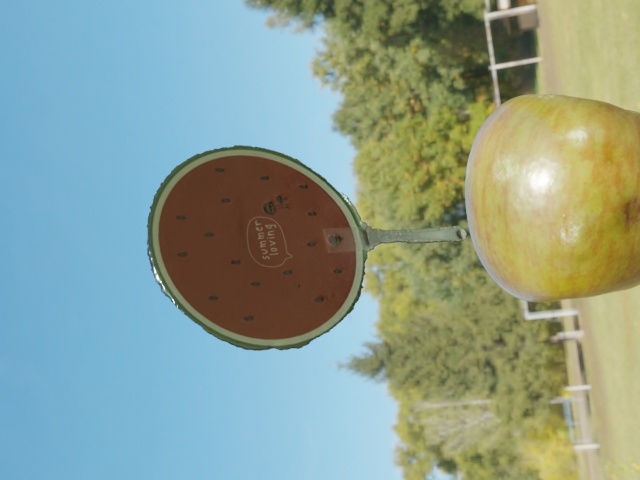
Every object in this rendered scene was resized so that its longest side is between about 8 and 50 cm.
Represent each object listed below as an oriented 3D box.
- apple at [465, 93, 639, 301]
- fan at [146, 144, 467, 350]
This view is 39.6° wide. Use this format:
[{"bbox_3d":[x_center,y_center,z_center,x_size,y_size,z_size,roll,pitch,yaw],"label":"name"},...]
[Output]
[{"bbox_3d":[0.295,-0.044,1.045,0.264,0.264,0.264,-8,-90,-76],"label":"apple"},{"bbox_3d":[0.000,0.000,0.338,0.005,0.133,0.085,128,135,-55],"label":"fan"}]
